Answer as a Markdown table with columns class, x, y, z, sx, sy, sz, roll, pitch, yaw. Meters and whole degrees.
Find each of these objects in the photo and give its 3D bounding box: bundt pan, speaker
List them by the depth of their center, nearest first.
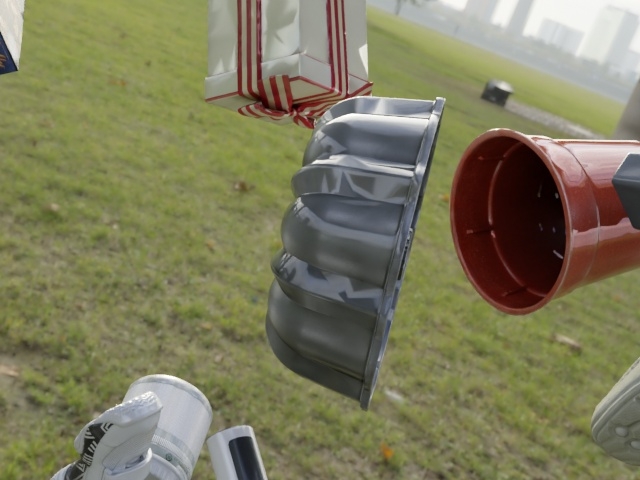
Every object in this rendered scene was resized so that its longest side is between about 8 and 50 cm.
| class | x | y | z | sx | sy | sz | roll | pitch | yaw |
| --- | --- | --- | --- | --- | --- | --- | --- | --- | --- |
| bundt pan | 0.031 | 0.001 | 0.937 | 0.124 | 0.331 | 0.331 | 14 | 14 | 6 |
| speaker | -0.081 | 0.274 | 0.989 | 0.055 | 0.055 | 0.136 | 7 | 54 | -43 |

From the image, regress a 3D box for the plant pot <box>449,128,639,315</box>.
| class | x | y | z | sx | sy | sz | roll | pitch | yaw |
| --- | --- | --- | --- | --- | --- | --- | --- | --- | --- |
| plant pot | 0.381 | -0.042 | 1.384 | 0.265 | 0.272 | 0.272 | -8 | 28 | -27 |

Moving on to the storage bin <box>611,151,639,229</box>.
| class | x | y | z | sx | sy | sz | roll | pitch | yaw |
| --- | --- | --- | --- | --- | --- | --- | --- | --- | --- |
| storage bin | 0.449 | -0.054 | 1.215 | 0.091 | 0.098 | 0.135 | 16 | -28 | 48 |

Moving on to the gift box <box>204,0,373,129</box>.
| class | x | y | z | sx | sy | sz | roll | pitch | yaw |
| --- | --- | --- | --- | --- | --- | --- | --- | --- | --- |
| gift box | -0.050 | -0.344 | 1.672 | 0.276 | 0.258 | 0.255 | -6 | -9 | 41 |

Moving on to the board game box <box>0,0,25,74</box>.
| class | x | y | z | sx | sy | sz | roll | pitch | yaw |
| --- | --- | --- | --- | --- | --- | --- | --- | --- | --- |
| board game box | -0.491 | -0.383 | 1.358 | 0.042 | 0.165 | 0.243 | -12 | 48 | -1 |

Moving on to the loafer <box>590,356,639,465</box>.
| class | x | y | z | sx | sy | sz | roll | pitch | yaw |
| --- | --- | --- | --- | --- | --- | --- | --- | --- | --- |
| loafer | 0.360 | 0.086 | 0.765 | 0.112 | 0.319 | 0.111 | 40 | 35 | -11 |

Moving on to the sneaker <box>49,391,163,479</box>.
| class | x | y | z | sx | sy | sz | roll | pitch | yaw |
| --- | --- | --- | --- | --- | --- | --- | --- | --- | --- |
| sneaker | -0.317 | 0.411 | 1.504 | 0.210 | 0.366 | 0.137 | 50 | 37 | 15 |

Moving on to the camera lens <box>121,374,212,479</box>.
| class | x | y | z | sx | sy | sz | roll | pitch | yaw |
| --- | --- | --- | --- | --- | --- | --- | --- | --- | --- |
| camera lens | -0.391 | 0.474 | 2.166 | 0.219 | 0.219 | 0.274 | 20 | 44 | -3 |
